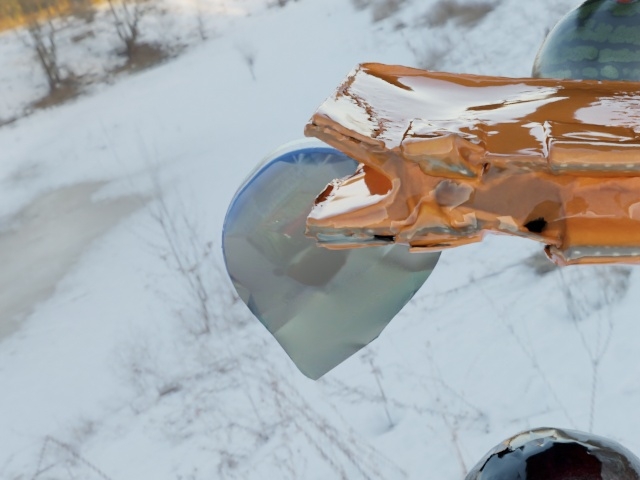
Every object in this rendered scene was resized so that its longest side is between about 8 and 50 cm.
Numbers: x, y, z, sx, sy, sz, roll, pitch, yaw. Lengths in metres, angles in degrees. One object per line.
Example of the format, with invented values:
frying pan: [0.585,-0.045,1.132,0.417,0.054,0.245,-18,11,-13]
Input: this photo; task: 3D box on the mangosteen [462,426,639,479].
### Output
mangosteen: [0.222,0.272,0.843,0.194,0.194,0.230,-20,38,2]

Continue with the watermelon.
watermelon: [0.329,-0.166,1.019,0.212,0.212,0.212,-19,19,7]

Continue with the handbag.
handbag: [0.209,-0.058,0.766,0.410,0.116,0.303,5,19,8]

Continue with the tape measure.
tape measure: [0.002,0.001,1.245,0.259,0.262,0.138,-46,3,10]
